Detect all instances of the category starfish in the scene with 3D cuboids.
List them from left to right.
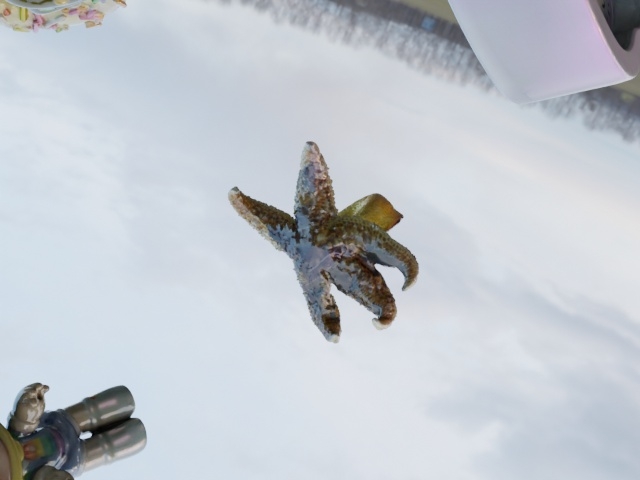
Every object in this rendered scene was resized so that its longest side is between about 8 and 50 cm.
[{"bbox_3d":[0.000,-0.001,0.891,0.238,0.215,0.071,22,-162,12],"label":"starfish"}]

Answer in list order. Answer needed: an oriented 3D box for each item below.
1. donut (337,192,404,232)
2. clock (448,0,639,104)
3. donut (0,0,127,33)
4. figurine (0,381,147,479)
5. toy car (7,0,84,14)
[{"bbox_3d":[0.054,-0.019,1.232,0.058,0.152,0.152,55,-166,-9],"label":"donut"},{"bbox_3d":[0.191,-0.292,0.690,0.102,0.338,0.339,-11,176,34],"label":"clock"},{"bbox_3d":[-0.488,-0.454,1.328,0.371,0.150,0.307,-5,177,-8],"label":"donut"},{"bbox_3d":[-0.402,0.296,0.968,0.382,0.205,0.224,5,-116,-37],"label":"figurine"},{"bbox_3d":[-0.313,-0.353,0.901,0.204,0.198,0.247,-24,-123,-10],"label":"toy car"}]
